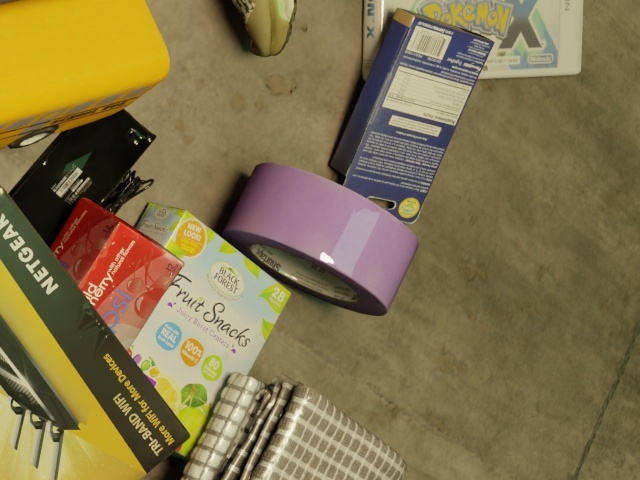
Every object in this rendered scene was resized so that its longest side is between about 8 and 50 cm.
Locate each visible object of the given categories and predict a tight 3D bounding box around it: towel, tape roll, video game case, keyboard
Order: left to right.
[{"bbox_3d":[-0.238,-0.045,1.751,0.100,0.038,0.192,43,70,-11],"label":"keyboard"},{"bbox_3d":[-0.033,0.282,1.872,0.235,0.121,0.283,-63,147,-11],"label":"towel"},{"bbox_3d":[0.000,0.000,1.848,0.189,0.189,0.080,35,75,-38],"label":"tape roll"},{"bbox_3d":[0.181,-0.332,2.044,0.329,0.036,0.300,-7,102,-39],"label":"video game case"}]

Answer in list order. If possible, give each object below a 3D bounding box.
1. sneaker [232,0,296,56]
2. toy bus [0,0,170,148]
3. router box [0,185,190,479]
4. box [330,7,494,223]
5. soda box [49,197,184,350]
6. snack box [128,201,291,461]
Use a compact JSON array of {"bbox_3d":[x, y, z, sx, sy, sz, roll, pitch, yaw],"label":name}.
[{"bbox_3d":[-0.143,-0.341,1.732,0.182,0.158,0.410,-18,128,5],"label":"sneaker"},{"bbox_3d":[-0.301,-0.136,1.580,0.332,0.130,0.108,-21,86,-43],"label":"toy bus"},{"bbox_3d":[-0.297,0.132,1.577,0.243,0.081,0.309,-40,118,-11],"label":"router box"},{"bbox_3d":[0.094,-0.133,1.975,0.136,0.036,0.225,11,106,-44],"label":"box"},{"bbox_3d":[-0.246,0.098,1.695,0.092,0.083,0.263,35,86,-38],"label":"soda box"},{"bbox_3d":[-0.147,0.094,1.817,0.174,0.070,0.207,39,72,-39],"label":"snack box"}]
